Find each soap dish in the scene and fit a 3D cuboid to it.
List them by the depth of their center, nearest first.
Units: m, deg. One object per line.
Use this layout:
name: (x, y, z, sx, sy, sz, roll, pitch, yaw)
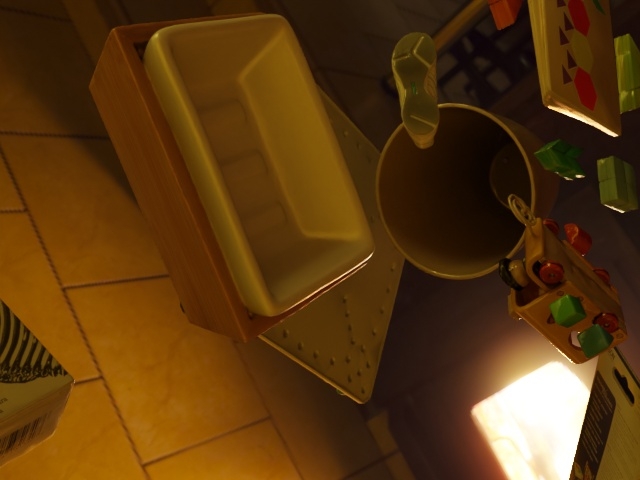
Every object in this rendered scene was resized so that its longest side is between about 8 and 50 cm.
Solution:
soap dish: (-0.080, -0.070, 0.806, 0.229, 0.118, 0.290, -29, 99, -54)

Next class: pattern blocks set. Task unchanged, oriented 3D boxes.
pattern blocks set: (0.241, -0.198, 0.793, 0.285, 0.026, 0.324, 26, 61, -39)

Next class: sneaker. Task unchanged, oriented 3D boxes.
sneaker: (0.114, -0.179, 0.988, 0.061, 0.054, 0.152, 69, 20, -65)

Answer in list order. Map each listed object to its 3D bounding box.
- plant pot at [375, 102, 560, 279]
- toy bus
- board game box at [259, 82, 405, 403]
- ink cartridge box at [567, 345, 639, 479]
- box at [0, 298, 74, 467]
plant pot: (0.268, -0.087, 1.299, 0.274, 0.256, 0.256, -13, 68, -52)
toy bus: (0.278, 0.060, 1.006, 0.191, 0.104, 0.202, 3, 55, -51)
board game box: (0.000, 0.000, 1.263, 0.390, 0.050, 0.389, 41, 57, -43)
ink cartridge box: (0.435, 0.328, 1.203, 0.069, 0.370, 0.175, -3, 30, -4)
box: (-0.359, 0.084, 0.753, 0.275, 0.094, 0.113, 42, 37, 15)
